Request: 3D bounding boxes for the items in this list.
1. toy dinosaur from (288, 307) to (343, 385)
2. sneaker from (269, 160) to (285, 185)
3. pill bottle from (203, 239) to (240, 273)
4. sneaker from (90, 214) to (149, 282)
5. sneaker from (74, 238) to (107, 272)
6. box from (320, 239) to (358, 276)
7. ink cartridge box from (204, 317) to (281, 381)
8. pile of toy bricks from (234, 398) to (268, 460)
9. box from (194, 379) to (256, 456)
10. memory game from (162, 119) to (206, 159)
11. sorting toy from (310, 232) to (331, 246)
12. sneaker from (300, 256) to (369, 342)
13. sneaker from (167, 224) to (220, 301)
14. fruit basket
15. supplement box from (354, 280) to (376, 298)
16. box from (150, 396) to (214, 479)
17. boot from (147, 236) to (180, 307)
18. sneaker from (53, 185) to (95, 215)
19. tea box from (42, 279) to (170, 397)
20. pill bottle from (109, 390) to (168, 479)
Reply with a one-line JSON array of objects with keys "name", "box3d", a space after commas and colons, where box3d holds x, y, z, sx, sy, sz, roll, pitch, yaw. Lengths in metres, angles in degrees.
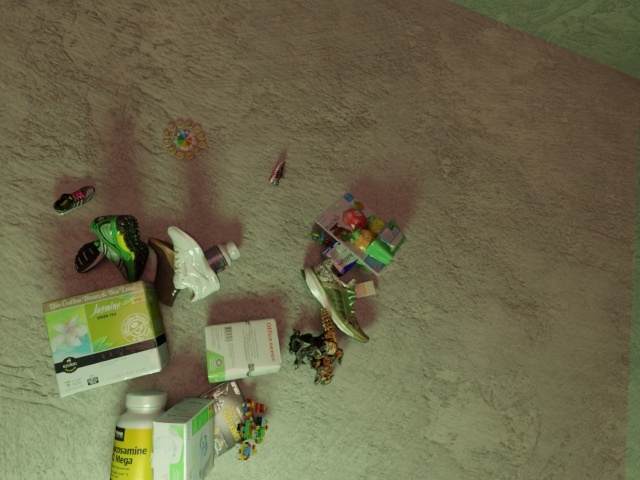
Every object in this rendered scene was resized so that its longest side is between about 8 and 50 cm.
[{"name": "toy dinosaur", "box3d": [-0.009, 0.431, 1.783, 0.218, 0.164, 0.322, 2, 84, -15]}, {"name": "sneaker", "box3d": [-0.181, -0.297, 1.962, 0.057, 0.047, 0.120, 29, 80, -13]}, {"name": "pill bottle", "box3d": [-0.421, 0.076, 1.784, 0.180, 0.108, 0.108, -32, 87, -18]}, {"name": "sneaker", "box3d": [-0.731, 0.027, 1.619, 0.146, 0.344, 0.134, 7, 46, 2]}, {"name": "sneaker", "box3d": [-0.824, 0.034, 1.697, 0.271, 0.108, 0.100, -40, 63, -2]}, {"name": "box", "box3d": [0.091, 0.068, 1.933, 0.126, 0.072, 0.137, -40, 90, -18]}, {"name": "ink cartridge box", "box3d": [-0.303, 0.424, 1.709, 0.272, 0.115, 0.199, -4, 61, -15]}, {"name": "pile of toy bricks", "box3d": [-0.240, 0.709, 1.650, 0.105, 0.118, 0.213, 32, 55, -47]}, {"name": "box", "box3d": [-0.364, 0.673, 1.696, 0.182, 0.056, 0.231, -26, 85, -18]}, {"name": "memory game", "box3d": [-0.586, -0.434, 1.902, 0.186, 0.012, 0.187, 3, 77, -13]}, {"name": "sorting toy", "box3d": [0.000, 0.000, 1.931, 0.101, 0.061, 0.042, 20, 76, -9]}, {"name": "sneaker", "box3d": [0.096, 0.241, 1.832, 0.182, 0.158, 0.410, -38, 90, 0]}, {"name": "sneaker", "box3d": [-0.490, 0.089, 1.617, 0.152, 0.114, 0.305, -36, 112, -26]}, {"name": "fruit basket", "box3d": [0.189, -0.051, 1.895, 0.353, 0.165, 0.327, 45, 41, 2]}, {"name": "supplement box", "box3d": [0.188, 0.218, 1.944, 0.098, 0.036, 0.062, -10, 81, -16]}, {"name": "box", "box3d": [-0.474, 0.716, 1.533, 0.126, 0.231, 0.262, 0, 89, 9]}, {"name": "boot", "box3d": [-0.628, 0.119, 1.730, 0.248, 0.090, 0.207, 30, 92, 21]}, {"name": "sneaker", "box3d": [-0.961, -0.161, 1.716, 0.170, 0.075, 0.063, -37, 89, -19]}, {"name": "tea box", "box3d": [-0.745, 0.334, 1.568, 0.328, 0.220, 0.324, -14, 85, -12]}, {"name": "pill bottle", "box3d": [-0.628, 0.714, 1.552, 0.187, 0.188, 0.334, 4, 77, -13]}]
